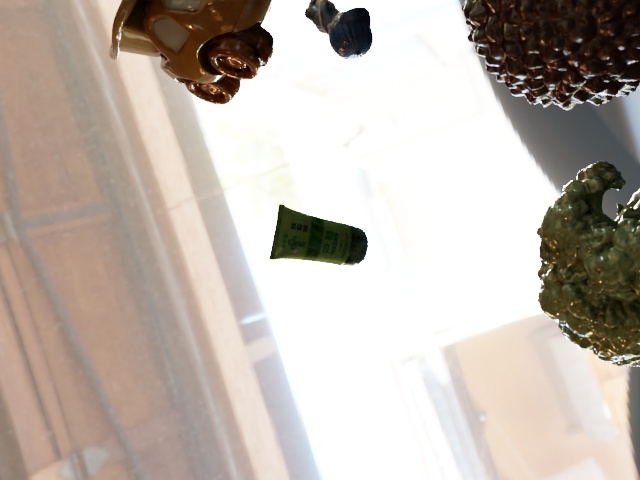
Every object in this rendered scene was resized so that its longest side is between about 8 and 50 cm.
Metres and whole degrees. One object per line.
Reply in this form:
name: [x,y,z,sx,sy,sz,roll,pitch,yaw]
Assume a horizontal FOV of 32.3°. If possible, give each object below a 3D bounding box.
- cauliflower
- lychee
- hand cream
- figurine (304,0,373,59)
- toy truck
cauliflower: [0.375,0.012,1.354,0.327,0.261,0.281,151,127,-63]
lychee: [0.338,-0.317,1.379,0.306,0.330,0.306,42,175,4]
hand cream: [0.000,0.000,1.869,0.046,0.175,0.095,11,90,61]
figurine: [0.023,-0.328,1.714,0.136,0.079,0.077,25,173,42]
toy truck: [-0.169,-0.326,1.562,0.288,0.212,0.204,-31,39,67]
